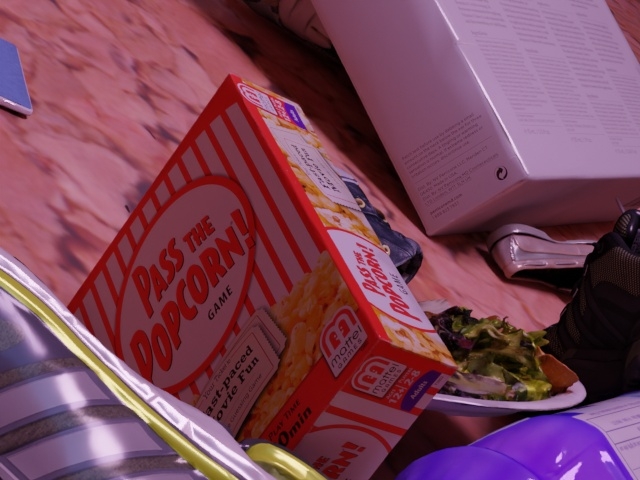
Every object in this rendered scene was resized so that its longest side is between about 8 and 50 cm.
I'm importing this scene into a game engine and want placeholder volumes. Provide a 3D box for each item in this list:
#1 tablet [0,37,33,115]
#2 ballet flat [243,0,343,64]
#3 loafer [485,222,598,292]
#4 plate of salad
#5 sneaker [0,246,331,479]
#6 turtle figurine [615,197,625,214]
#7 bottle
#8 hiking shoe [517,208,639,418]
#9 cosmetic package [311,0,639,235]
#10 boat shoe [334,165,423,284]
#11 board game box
[{"bbox_3d":[-0.191,-0.101,1.036,0.054,0.006,0.083,24,22,-29],"label":"tablet"},{"bbox_3d":[0.026,-0.166,1.443,0.221,0.077,0.079,29,24,-30],"label":"ballet flat"},{"bbox_3d":[0.173,0.022,1.316,0.125,0.045,0.039,14,46,-33],"label":"loafer"},{"bbox_3d":[0.041,0.047,0.944,0.200,0.048,0.200,12,10,-2],"label":"plate of salad"},{"bbox_3d":[-0.107,0.087,0.622,0.300,0.111,0.121,30,25,-12],"label":"sneaker"},{"bbox_3d":[0.338,0.032,1.396,0.234,0.118,0.175,47,-4,-5],"label":"turtle figurine"},{"bbox_3d":[0.098,0.131,0.833,0.283,0.118,0.092,-3,58,-59],"label":"bottle"},{"bbox_3d":[0.177,0.045,1.024,0.086,0.114,0.227,20,-20,-17],"label":"hiking shoe"},{"bbox_3d":[0.137,-0.152,1.428,0.377,0.097,0.284,-3,67,-61],"label":"cosmetic package"},{"bbox_3d":[0.000,0.000,1.037,0.083,0.065,0.183,40,19,15],"label":"boat shoe"},{"bbox_3d":[-0.034,0.041,0.777,0.045,0.147,0.193,22,24,-35],"label":"board game box"}]
